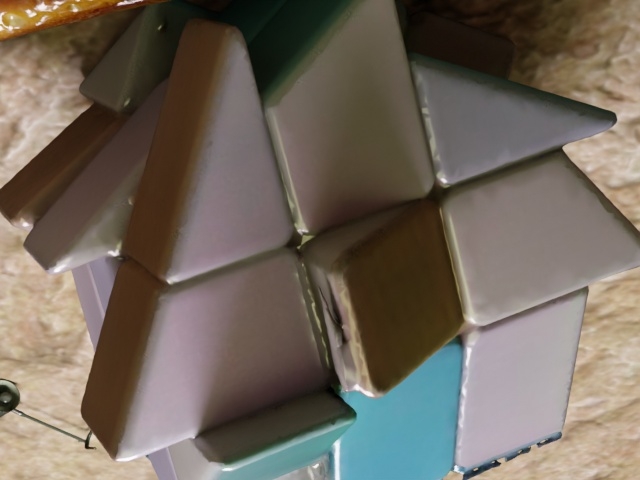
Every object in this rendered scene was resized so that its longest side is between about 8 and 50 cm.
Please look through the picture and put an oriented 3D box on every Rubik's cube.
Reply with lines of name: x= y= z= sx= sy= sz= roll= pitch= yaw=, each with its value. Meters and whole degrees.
Rubik's cube: x=0.000 y=0.000 z=1.026 sx=0.387 sy=0.358 sz=0.368 roll=-20 pitch=109 yaw=-18

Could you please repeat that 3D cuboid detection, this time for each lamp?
lamp: x=-0.265 y=0.167 z=1.465 sx=0.121 sy=0.041 sz=0.054 roll=20 pitch=145 yaw=-22

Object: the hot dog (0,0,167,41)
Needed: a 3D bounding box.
hot dog: x=-0.105 y=-0.217 z=0.902 sx=0.349 sy=0.117 sz=0.158 roll=-12 pitch=139 yaw=16
